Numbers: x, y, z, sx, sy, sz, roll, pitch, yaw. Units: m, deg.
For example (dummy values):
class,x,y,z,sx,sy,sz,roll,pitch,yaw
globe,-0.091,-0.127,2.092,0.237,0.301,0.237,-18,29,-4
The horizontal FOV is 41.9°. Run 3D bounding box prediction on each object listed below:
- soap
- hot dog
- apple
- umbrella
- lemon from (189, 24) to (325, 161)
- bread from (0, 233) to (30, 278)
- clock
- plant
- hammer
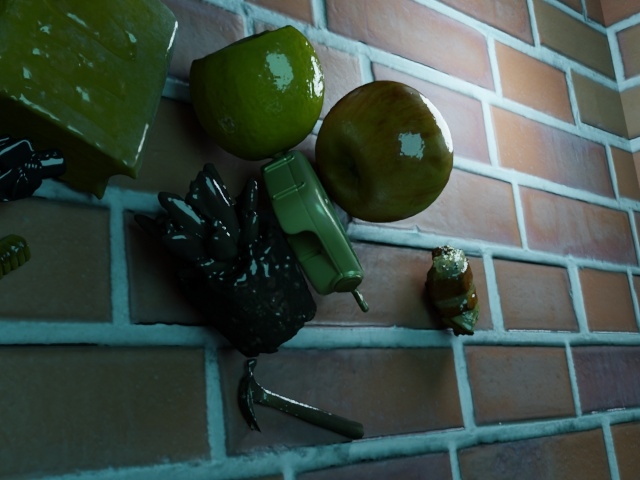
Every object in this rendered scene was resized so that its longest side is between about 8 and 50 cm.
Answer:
class,x,y,z,sx,sy,sz,roll,pitch,yaw
soap,-0.384,-0.269,1.260,0.293,0.156,0.334,33,52,-34
hot dog,0.292,0.114,1.863,0.146,0.103,0.213,-31,109,-68
apple,0.122,-0.171,1.666,0.233,0.286,0.285,-22,92,-41
umbrella,-0.472,-0.087,1.101,0.273,0.122,0.110,-12,42,-33
lemon,-0.105,-0.252,1.484,0.240,0.241,0.219,-34,111,-47
bread,-0.445,0.024,1.177,0.088,0.034,0.049,-39,110,-46
clock,0.000,0.000,1.530,0.308,0.096,0.235,61,3,-32
plant,-0.155,0.036,1.366,0.320,0.182,0.194,55,50,-14
hammer,-0.029,0.310,1.510,0.297,0.027,0.125,28,57,-37
